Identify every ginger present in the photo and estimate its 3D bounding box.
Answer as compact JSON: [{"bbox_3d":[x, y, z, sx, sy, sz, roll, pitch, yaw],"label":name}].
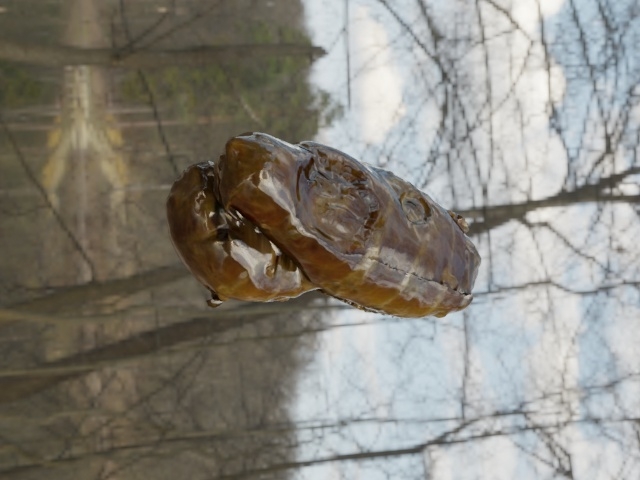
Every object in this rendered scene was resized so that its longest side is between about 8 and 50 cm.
[{"bbox_3d":[0.000,0.000,1.272,0.254,0.418,0.176,-29,-125,43],"label":"ginger"}]
